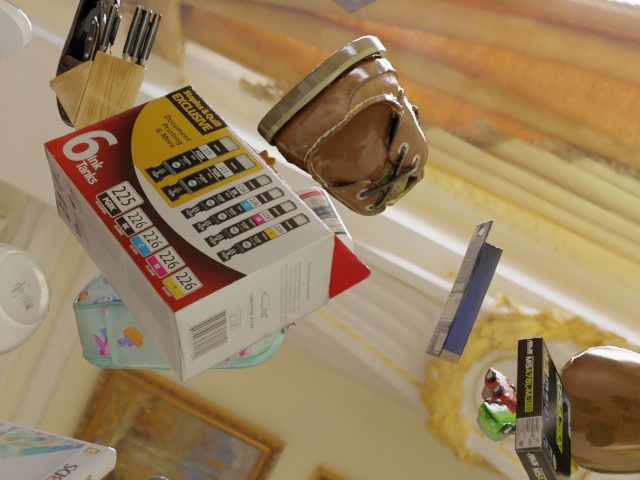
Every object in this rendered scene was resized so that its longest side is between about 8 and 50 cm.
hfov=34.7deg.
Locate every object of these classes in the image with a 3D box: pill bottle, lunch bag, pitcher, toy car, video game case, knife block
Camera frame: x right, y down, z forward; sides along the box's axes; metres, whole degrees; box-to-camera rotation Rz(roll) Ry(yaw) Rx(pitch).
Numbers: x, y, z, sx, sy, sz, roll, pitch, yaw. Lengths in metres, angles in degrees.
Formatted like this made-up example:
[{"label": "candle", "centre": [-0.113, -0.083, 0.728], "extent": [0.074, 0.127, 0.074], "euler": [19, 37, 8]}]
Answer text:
[{"label": "pill bottle", "centre": [0.000, 0.000, 1.918], "extent": [0.108, 0.180, 0.108], "euler": [-22, 154, -11]}, {"label": "lunch bag", "centre": [-0.169, 0.087, 1.375], "extent": [0.224, 0.279, 0.108], "euler": [-65, 153, -70]}, {"label": "pitcher", "centre": [-0.390, 0.063, 1.141], "extent": [0.207, 0.126, 0.178], "euler": [-16, -159, 29]}, {"label": "toy car", "centre": [0.318, 0.311, 1.740], "extent": [0.053, 0.239, 0.225], "euler": [-48, 148, 15]}, {"label": "video game case", "centre": [-0.483, 0.303, 1.351], "extent": [0.300, 0.328, 0.036], "euler": [-31, 130, -73]}, {"label": "knife block", "centre": [-0.366, -0.289, 1.909], "extent": [0.242, 0.276, 0.088], "euler": [-27, -170, -5]}]

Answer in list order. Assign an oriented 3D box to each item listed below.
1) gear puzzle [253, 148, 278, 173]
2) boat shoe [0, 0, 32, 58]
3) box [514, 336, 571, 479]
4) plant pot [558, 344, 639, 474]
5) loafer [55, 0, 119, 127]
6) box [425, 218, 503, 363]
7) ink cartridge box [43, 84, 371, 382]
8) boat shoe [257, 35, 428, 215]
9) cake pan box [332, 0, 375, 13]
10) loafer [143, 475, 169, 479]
[{"label": "gear puzzle", "centre": [-0.124, -0.007, 1.902], "extent": [0.044, 0.175, 0.339], "euler": [36, 49, -68]}, {"label": "boat shoe", "centre": [-0.544, -0.357, 1.557], "extent": [0.102, 0.301, 0.108], "euler": [-50, 145, -42]}, {"label": "box", "centre": [0.325, 0.267, 1.483], "extent": [0.184, 0.045, 0.191], "euler": [57, 32, -40]}, {"label": "plant pot", "centre": [0.551, 0.303, 1.757], "extent": [0.237, 0.237, 0.254], "euler": [-63, -173, -7]}, {"label": "loafer", "centre": [-0.488, -0.384, 2.095], "extent": [0.095, 0.109, 0.303], "euler": [27, 75, -89]}, {"label": "box", "centre": [0.229, 0.080, 1.595], "extent": [0.136, 0.036, 0.225], "euler": [129, -18, -86]}, {"label": "ink cartridge box", "centre": [-0.128, -0.034, 1.204], "extent": [0.271, 0.309, 0.130], "euler": [-27, 144, -25]}, {"label": "boat shoe", "centre": [0.039, -0.080, 0.811], "extent": [0.110, 0.104, 0.307], "euler": [-38, 176, 12]}, {"label": "cake pan box", "centre": [0.062, -0.530, 1.832], "extent": [0.245, 0.266, 0.070], "euler": [-21, -120, 38]}, {"label": "loafer", "centre": [-0.176, 0.395, 1.143], "extent": [0.094, 0.251, 0.087], "euler": [-31, 166, 33]}]
